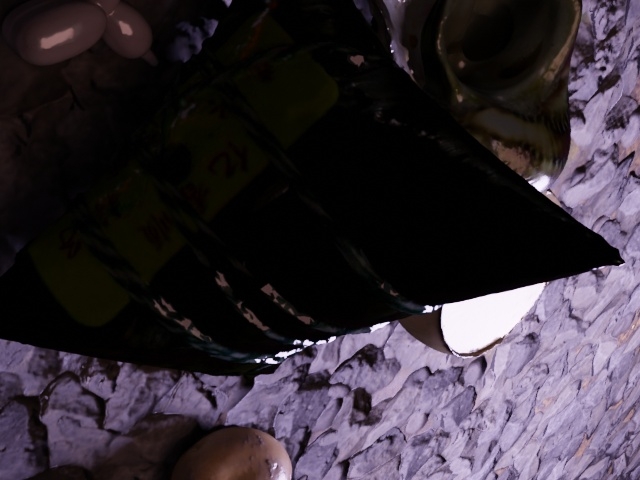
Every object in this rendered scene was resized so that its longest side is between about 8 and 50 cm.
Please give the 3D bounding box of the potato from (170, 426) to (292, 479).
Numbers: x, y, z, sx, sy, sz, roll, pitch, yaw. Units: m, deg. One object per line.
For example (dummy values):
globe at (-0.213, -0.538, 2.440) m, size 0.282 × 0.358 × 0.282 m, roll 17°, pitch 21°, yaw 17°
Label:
potato at (-0.095, 0.267, 0.839) m, size 0.147 × 0.112 × 0.112 m, roll -4°, pitch 120°, yaw -33°

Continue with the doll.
doll at (-0.134, -0.198, 0.516) m, size 0.160 × 0.059 × 0.161 m, roll -11°, pitch 123°, yaw -38°

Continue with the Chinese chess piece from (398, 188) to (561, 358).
Chinese chess piece at (0.195, 0.024, 0.937) m, size 0.249 × 0.103 × 0.250 m, roll -23°, pitch 130°, yaw -31°

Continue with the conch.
conch at (0.130, -0.120, 0.614) m, size 0.187 × 0.124 × 0.181 m, roll 42°, pitch 73°, yaw -26°

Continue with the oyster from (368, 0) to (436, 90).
oyster at (0.112, -0.254, 0.671) m, size 0.221 × 0.096 × 0.361 m, roll -41°, pitch 136°, yaw -7°

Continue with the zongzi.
zongzi at (0.000, 0.000, 0.544) m, size 0.319 × 0.362 × 0.383 m, roll 10°, pitch 117°, yaw -52°
